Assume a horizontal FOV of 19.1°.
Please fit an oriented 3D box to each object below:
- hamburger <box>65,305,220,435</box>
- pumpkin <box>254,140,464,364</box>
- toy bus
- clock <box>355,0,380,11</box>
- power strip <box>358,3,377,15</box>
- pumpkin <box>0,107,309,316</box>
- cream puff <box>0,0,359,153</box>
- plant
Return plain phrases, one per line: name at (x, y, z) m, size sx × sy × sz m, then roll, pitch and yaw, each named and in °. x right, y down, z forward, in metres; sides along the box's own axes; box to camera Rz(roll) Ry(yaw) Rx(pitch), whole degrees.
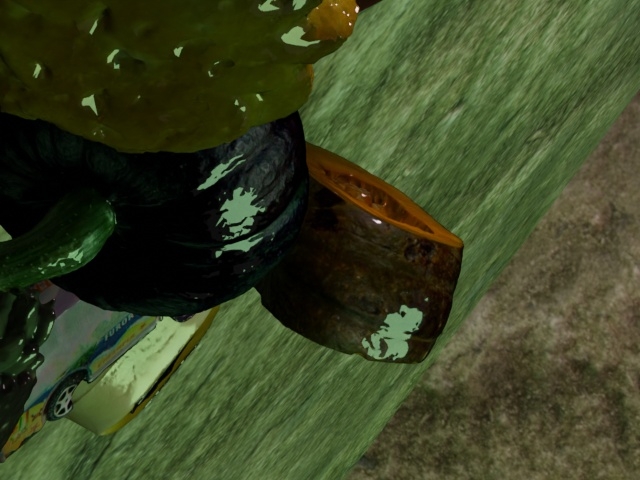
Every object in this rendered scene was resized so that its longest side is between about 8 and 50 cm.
hamburger at (-0.185, 0.090, 1.841) m, size 0.210 × 0.116 × 0.173 m, roll -51°, pitch 175°, yaw -8°
pumpkin at (0.000, 0.000, 1.835) m, size 0.139 × 0.222 × 0.317 m, roll -63°, pitch -155°, yaw 13°
toy bus at (-0.206, 0.047, 1.672) m, size 0.317 × 0.112 × 0.138 m, roll -43°, pitch 155°, yaw -26°
clock at (0.051, -0.260, 1.433) m, size 0.318 × 0.080 × 0.318 m, roll -30°, pitch -162°, yaw 11°
power strip at (0.057, -0.230, 1.583) m, size 0.286 × 0.048 × 0.080 m, roll -30°, pitch -168°, yaw 30°
pumpkin at (-0.138, -0.041, 1.283) m, size 0.248 × 0.248 × 0.248 m, roll -45°, pitch 166°, yaw -14°
cream puff at (-0.098, -0.160, 1.080) m, size 0.244 × 0.244 × 0.196 m, roll -51°, pitch -157°, yaw 11°
plant at (-0.292, 0.102, 1.477) m, size 0.194 × 0.132 × 0.129 m, roll -66°, pitch 165°, yaw 19°
